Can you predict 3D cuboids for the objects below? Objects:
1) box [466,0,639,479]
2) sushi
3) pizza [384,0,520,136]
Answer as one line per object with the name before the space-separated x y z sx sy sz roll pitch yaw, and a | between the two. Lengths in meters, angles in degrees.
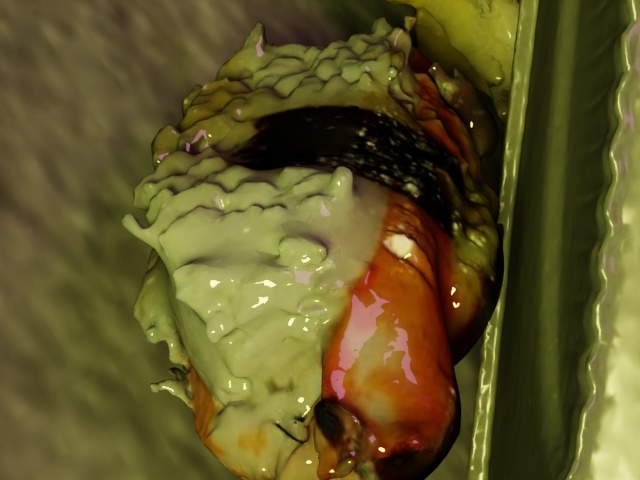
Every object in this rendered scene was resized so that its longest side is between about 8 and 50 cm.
box | 0.124 -0.015 0.525 0.138 0.178 0.274 6 90 2
sushi | -0.003 -0.002 0.543 0.103 0.097 0.226 49 26 -17
pizza | 0.073 -0.103 0.702 0.280 0.075 0.287 -5 71 -42
